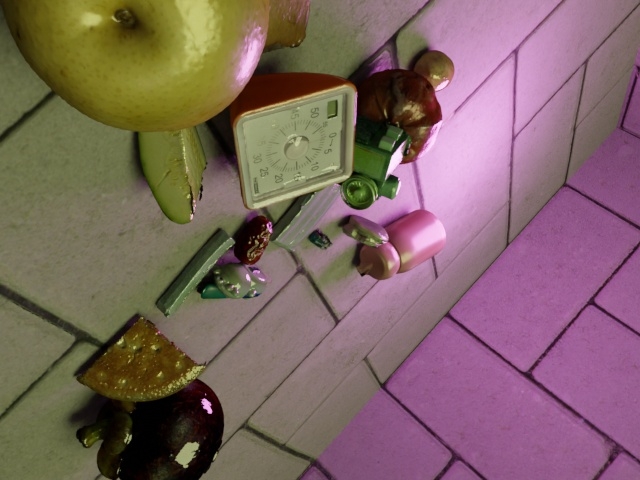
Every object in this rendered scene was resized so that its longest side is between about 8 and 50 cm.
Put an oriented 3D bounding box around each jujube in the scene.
[{"bbox_3d":[-0.168,-0.002,1.539,0.077,0.077,0.129,8,112,-58],"label":"jujube"}]

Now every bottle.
[{"bbox_3d":[0.264,0.029,2.107,0.297,0.173,0.206,-30,179,-35],"label":"bottle"}]

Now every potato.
[{"bbox_3d":[0.305,-0.450,1.672,0.147,0.112,0.112,-28,144,-48],"label":"potato"}]

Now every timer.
[{"bbox_3d":[-0.053,-0.214,1.277,0.250,0.161,0.257,-7,139,-6],"label":"timer"}]

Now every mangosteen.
[{"bbox_3d":[-0.400,0.477,1.556,0.330,0.330,0.330,-35,148,-27],"label":"mangosteen"}]

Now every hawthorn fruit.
[{"bbox_3d":[0.197,-0.331,1.567,0.271,0.242,0.241,-61,167,-50],"label":"hawthorn fruit"}]

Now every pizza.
[{"bbox_3d":[-0.416,0.275,1.446,0.293,0.197,0.058,-6,176,-12],"label":"pizza"}]

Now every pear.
[{"bbox_3d":[-0.235,-0.313,0.822,0.348,0.348,0.348,-35,148,-27],"label":"pear"}]

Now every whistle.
[{"bbox_3d":[-0.198,0.103,1.587,0.092,0.110,0.244,-47,162,14],"label":"whistle"}]

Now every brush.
[{"bbox_3d":[-0.264,0.127,1.604,0.043,0.032,0.193,-60,163,5],"label":"brush"}]

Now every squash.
[{"bbox_3d":[-0.287,-0.172,1.137,0.252,0.093,0.169,83,8,-54],"label":"squash"}]

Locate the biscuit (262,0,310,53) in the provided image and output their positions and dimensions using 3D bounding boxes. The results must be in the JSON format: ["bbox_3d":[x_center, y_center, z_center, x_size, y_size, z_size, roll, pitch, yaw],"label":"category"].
[{"bbox_3d":[-0.097,-0.463,1.171,0.232,0.013,0.236,-26,144,-37],"label":"biscuit"}]

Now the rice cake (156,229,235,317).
[{"bbox_3d":[-0.298,0.078,1.475,0.245,0.045,0.042,-51,154,-1],"label":"rice cake"}]

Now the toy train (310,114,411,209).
[{"bbox_3d":[0.069,-0.196,1.454,0.159,0.272,0.188,-50,160,-50],"label":"toy train"}]

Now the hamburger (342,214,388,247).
[{"bbox_3d":[0.139,-0.025,1.889,0.062,0.140,0.133,-60,-176,16],"label":"hamburger"}]

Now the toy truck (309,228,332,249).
[{"bbox_3d":[0.000,0.000,1.821,0.044,0.039,0.083,-36,151,8],"label":"toy truck"}]

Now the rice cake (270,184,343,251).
[{"bbox_3d":[-0.039,-0.074,1.673,0.237,0.043,0.127,-52,150,0],"label":"rice cake"}]
